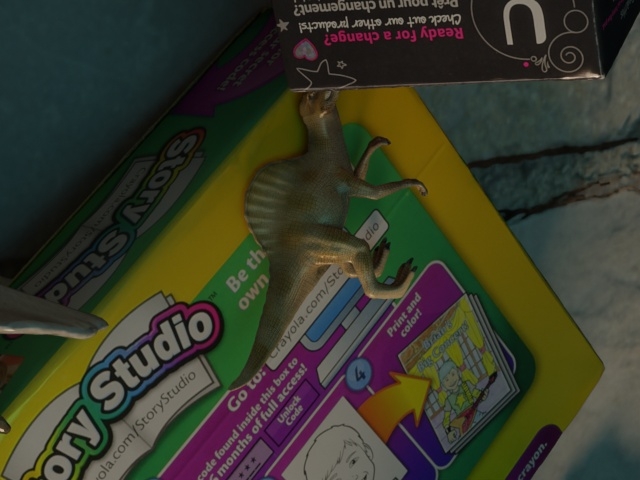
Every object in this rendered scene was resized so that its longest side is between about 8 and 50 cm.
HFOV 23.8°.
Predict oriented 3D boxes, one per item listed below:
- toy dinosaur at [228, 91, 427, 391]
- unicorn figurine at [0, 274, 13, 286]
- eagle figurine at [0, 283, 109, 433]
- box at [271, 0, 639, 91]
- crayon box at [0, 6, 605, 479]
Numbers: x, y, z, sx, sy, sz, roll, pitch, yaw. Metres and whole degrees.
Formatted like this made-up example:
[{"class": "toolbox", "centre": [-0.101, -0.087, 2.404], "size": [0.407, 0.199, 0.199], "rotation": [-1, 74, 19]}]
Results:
[{"class": "toy dinosaur", "centre": [0.000, 0.000, 0.796], "size": [0.093, 0.053, 0.183], "rotation": [19, 78, -21]}, {"class": "unicorn figurine", "centre": [-0.195, 0.038, 0.845], "size": [0.162, 0.060, 0.111], "rotation": [22, 88, -46]}, {"class": "eagle figurine", "centre": [-0.259, -0.009, 0.632], "size": [0.225, 0.226, 0.298], "rotation": [-39, 111, -54]}, {"class": "box", "centre": [0.084, -0.184, 0.770], "size": [0.247, 0.163, 0.142], "rotation": [-53, 137, -55]}, {"class": "crayon box", "centre": [-0.034, 0.103, 0.877], "size": [0.363, 0.106, 0.313], "rotation": [-50, 122, -19]}]
